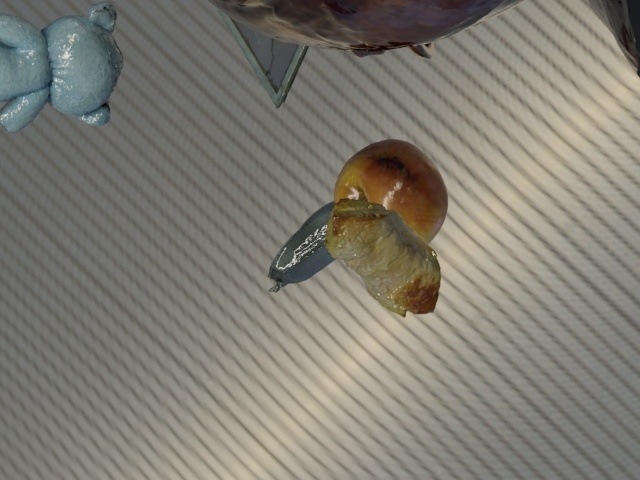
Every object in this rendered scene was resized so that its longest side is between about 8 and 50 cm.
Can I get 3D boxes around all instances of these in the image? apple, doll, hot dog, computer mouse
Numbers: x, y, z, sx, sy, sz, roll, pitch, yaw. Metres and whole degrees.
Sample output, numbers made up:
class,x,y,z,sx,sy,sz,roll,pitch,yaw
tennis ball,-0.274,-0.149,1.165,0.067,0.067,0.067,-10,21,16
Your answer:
class,x,y,z,sx,sy,sz,roll,pitch,yaw
apple,0.083,-0.053,1.440,0.146,0.146,0.146,4,102,17
doll,-0.264,-0.157,1.059,0.179,0.075,0.120,-4,123,-25
hot dog,0.057,0.007,1.120,0.078,0.061,0.169,-36,129,8
computer mouse,-0.002,-0.006,1.838,0.229,0.113,0.068,-35,70,10

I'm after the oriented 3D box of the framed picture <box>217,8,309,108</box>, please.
class,x,y,z,sx,sy,sz,roll,pitch,yaw
framed picture,-0.067,-0.371,1.787,0.231,0.018,0.293,-63,37,31

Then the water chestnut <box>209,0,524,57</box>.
class,x,y,z,sx,sy,sz,roll,pitch,yaw
water chestnut,0.015,-0.272,0.653,0.350,0.302,0.350,0,90,56

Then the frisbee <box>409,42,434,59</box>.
class,x,y,z,sx,sy,sz,roll,pitch,yaw
frisbee,0.065,-0.297,1.176,0.021,0.251,0.251,-19,95,14

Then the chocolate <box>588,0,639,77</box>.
class,x,y,z,sx,sy,sz,roll,pitch,yaw
chocolate,0.400,-0.269,1.079,0.383,0.331,0.384,-1,104,-2
